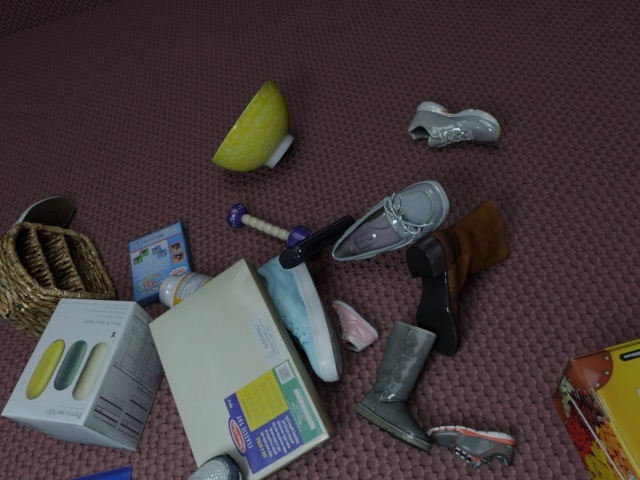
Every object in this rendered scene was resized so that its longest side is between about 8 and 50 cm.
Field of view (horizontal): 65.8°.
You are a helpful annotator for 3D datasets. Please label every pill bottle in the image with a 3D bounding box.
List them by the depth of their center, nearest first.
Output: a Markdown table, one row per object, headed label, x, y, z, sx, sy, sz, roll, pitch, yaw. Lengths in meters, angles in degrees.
| label | x | y | z | sx | sy | sz | roll | pitch | yaw |
| --- | --- | --- | --- | --- | --- | --- | --- | --- | --- |
| pill bottle | -0.275 | 0.143 | 1.186 | 0.215 | 0.117 | 0.117 | 12 | 58 | 24 |

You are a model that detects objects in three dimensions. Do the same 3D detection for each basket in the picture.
| label | x | y | z | sx | sy | sz | roll | pitch | yaw |
| --- | --- | --- | --- | --- | --- | --- | --- | --- | --- |
| basket | -0.721 | 0.073 | 1.302 | 0.223 | 0.213 | 0.299 | -34 | 53 | -9 |

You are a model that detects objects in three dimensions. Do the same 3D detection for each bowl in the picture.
| label | x | y | z | sx | sy | sz | roll | pitch | yaw |
| --- | --- | --- | --- | --- | --- | --- | --- | --- | --- |
| bowl | -0.171 | -0.302 | 1.446 | 0.156 | 0.289 | 0.289 | 35 | 62 | -12 |

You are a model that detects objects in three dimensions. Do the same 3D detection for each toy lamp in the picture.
| label | x | y | z | sx | sy | sz | roll | pitch | yaw |
| --- | --- | --- | --- | --- | --- | --- | --- | --- | --- |
| toy lamp | -0.122 | -0.027 | 1.296 | 0.275 | 0.080 | 0.080 | 21 | 62 | 27 |

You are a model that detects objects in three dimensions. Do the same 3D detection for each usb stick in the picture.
| label | x | y | z | sx | sy | sz | roll | pitch | yaw |
| --- | --- | --- | --- | --- | --- | --- | --- | --- | --- |
| usb stick | 0.000 | 0.000 | 1.165 | 0.045 | 0.077 | 0.278 | 55 | 35 | 2 |

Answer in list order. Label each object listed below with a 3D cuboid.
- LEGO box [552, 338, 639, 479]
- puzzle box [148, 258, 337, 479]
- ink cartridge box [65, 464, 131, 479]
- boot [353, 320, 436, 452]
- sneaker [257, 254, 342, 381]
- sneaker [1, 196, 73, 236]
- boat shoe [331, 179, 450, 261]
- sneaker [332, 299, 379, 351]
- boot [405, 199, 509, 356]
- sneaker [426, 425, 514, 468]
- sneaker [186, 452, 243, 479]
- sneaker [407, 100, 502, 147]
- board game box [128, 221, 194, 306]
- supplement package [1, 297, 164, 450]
| label | x | y | z | sx | sy | sz | roll | pitch | yaw |
| --- | --- | --- | --- | --- | --- | --- | --- | --- | --- |
| LEGO box | 0.688 | 0.311 | 0.740 | 0.501 | 0.193 | 0.372 | -16 | 51 | 3 |
| puzzle box | -0.174 | 0.275 | 1.007 | 0.272 | 0.052 | 0.408 | -34 | 64 | 9 |
| ink cartridge box | -0.455 | 0.603 | 0.927 | 0.166 | 0.065 | 0.332 | -16 | 50 | 4 |
| boot | 0.175 | 0.274 | 0.959 | 0.190 | 0.076 | 0.208 | 20 | 67 | 42 |
| sneaker | -0.060 | 0.176 | 1.101 | 0.150 | 0.135 | 0.366 | -23 | 40 | -1 |
| sneaker | -0.887 | -0.029 | 1.498 | 0.123 | 0.106 | 0.290 | -12 | 32 | 43 |
| boat shoe | 0.148 | -0.029 | 1.095 | 0.103 | 0.320 | 0.118 | -24 | 87 | -40 |
| sneaker | 0.058 | 0.192 | 1.097 | 0.070 | 0.051 | 0.134 | -39 | 57 | -20 |
| boot | 0.311 | 0.077 | 1.066 | 0.280 | 0.264 | 0.096 | -25 | 9 | -36 |
| sneaker | 0.269 | 0.376 | 0.897 | 0.158 | 0.061 | 0.064 | 0 | 61 | 17 |
| sneaker | -0.249 | 0.499 | 0.865 | 0.110 | 0.122 | 0.283 | 39 | 90 | 29 |
| sneaker | 0.362 | -0.296 | 1.363 | 0.262 | 0.099 | 0.121 | 22 | 70 | 37 |
| board game box | -0.431 | 0.061 | 1.342 | 0.160 | 0.039 | 0.211 | -22 | 51 | -1 |
| supplement package | -0.487 | 0.290 | 1.083 | 0.199 | 0.198 | 0.262 | 0 | 54 | 15 |
